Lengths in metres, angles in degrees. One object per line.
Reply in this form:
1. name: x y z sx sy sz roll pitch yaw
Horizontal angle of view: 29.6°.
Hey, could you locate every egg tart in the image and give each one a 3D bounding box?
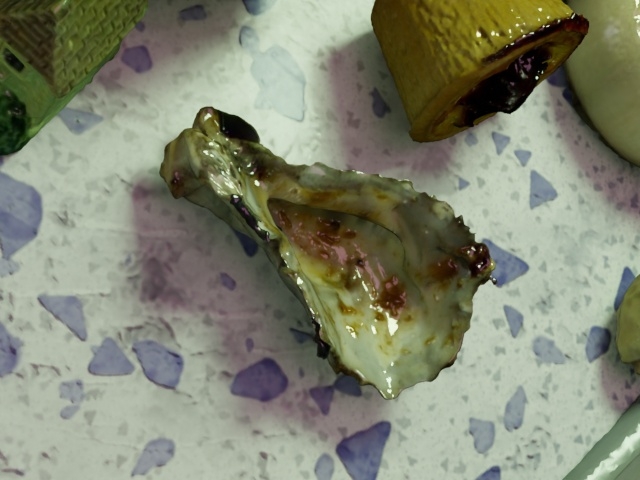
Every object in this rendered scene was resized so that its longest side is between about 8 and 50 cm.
1. egg tart: 0.153 -0.205 1.241 0.215 0.215 0.170 -27 78 -28

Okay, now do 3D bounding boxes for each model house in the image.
1. model house: -0.275 -0.213 1.039 0.214 0.189 0.195 47 61 -10

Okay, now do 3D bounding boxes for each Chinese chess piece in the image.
1. Chinese chess piece: 0.441 -0.229 1.411 0.338 0.140 0.338 6 75 -24

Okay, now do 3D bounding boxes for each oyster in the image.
1. oyster: -0.004 0.007 1.145 0.337 0.133 0.197 34 67 -12

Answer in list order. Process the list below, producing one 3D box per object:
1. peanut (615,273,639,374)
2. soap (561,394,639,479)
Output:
1. peanut: 0.434 0.039 1.344 0.290 0.130 0.130 -42 97 -18
2. soap: 0.357 0.333 1.132 0.435 0.350 0.213 -37 102 -27
